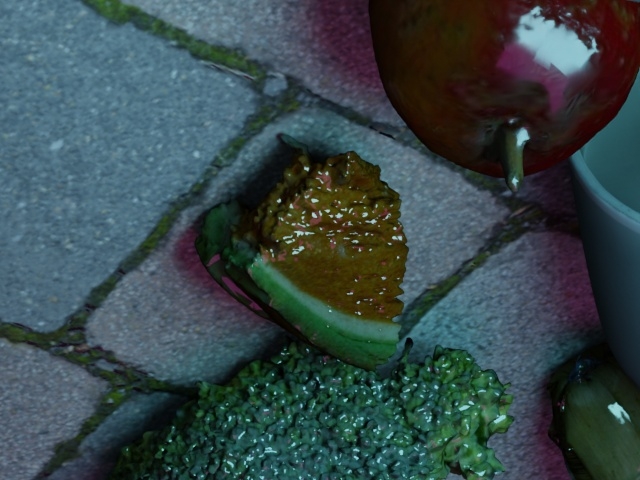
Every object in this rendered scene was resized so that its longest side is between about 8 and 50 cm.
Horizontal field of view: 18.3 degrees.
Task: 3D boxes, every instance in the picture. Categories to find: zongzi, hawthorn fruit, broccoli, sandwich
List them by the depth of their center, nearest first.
[{"bbox_3d":[0.127,-0.145,1.396,0.215,0.249,0.215,6,154,3],"label":"hawthorn fruit"},{"bbox_3d":[0.006,0.005,1.609,0.185,0.109,0.160,33,99,-35],"label":"sandwich"},{"bbox_3d":[-0.029,0.266,1.808,0.353,0.275,0.397,11,154,-1],"label":"broccoli"},{"bbox_3d":[0.293,0.203,1.888,0.125,0.274,0.251,-31,96,0],"label":"zongzi"}]

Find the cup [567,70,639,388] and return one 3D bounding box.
[{"bbox_3d":[0.378,-0.027,1.565,0.357,0.259,0.274,-20,137,-3],"label":"cup"}]
